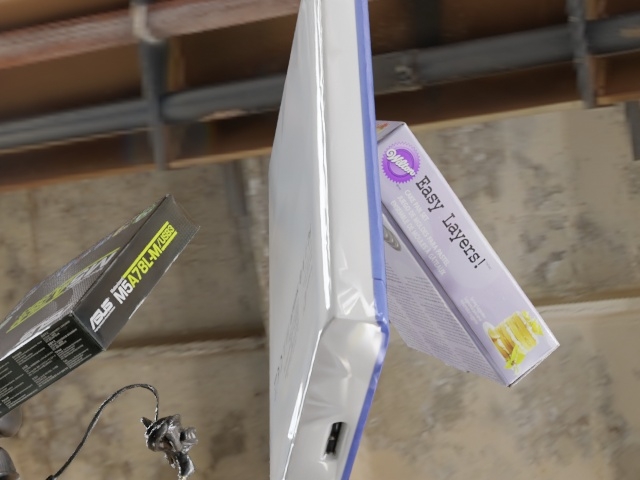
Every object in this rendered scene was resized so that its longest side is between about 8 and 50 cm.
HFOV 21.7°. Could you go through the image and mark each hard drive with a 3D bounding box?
[{"bbox_3d":[0.000,0.000,1.053,0.040,0.319,0.210,6,-45,-8],"label":"hard drive"}]

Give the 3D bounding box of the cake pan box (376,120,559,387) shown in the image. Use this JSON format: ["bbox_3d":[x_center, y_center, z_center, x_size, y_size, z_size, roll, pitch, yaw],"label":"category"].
[{"bbox_3d":[0.076,0.005,1.508,0.070,0.267,0.246,-37,-78,-11],"label":"cake pan box"}]

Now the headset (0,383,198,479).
[{"bbox_3d":[-0.316,0.193,1.526,0.394,0.185,0.243,-7,-104,6],"label":"headset"}]

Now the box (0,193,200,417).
[{"bbox_3d":[-0.201,0.061,1.302,0.190,0.184,0.045,-32,-77,34],"label":"box"}]
